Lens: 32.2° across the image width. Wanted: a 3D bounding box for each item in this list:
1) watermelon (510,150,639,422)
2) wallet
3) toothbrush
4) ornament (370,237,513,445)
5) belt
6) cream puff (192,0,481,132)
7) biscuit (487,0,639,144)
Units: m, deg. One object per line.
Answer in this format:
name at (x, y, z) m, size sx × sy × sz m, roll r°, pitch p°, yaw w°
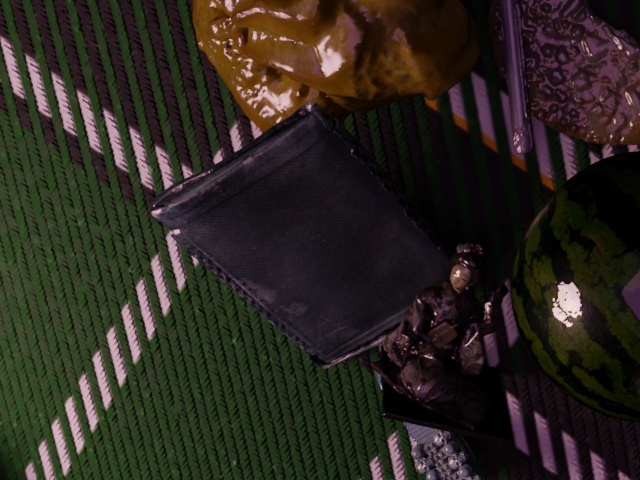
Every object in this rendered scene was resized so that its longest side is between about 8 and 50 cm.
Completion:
watermelon at (0.345, 0.050, 1.175) m, size 0.285 × 0.285 × 0.285 m, roll 3°, pitch 103°, yaw 13°
wallet at (0.000, 0.000, 1.283) m, size 0.237 × 0.075 × 0.342 m, roll -29°, pitch 130°, yaw 21°
toothbrush at (0.209, -0.273, 1.229) m, size 0.024 × 0.029 × 0.354 m, roll -5°, pitch 96°, yaw 22°
ornament at (0.157, 0.097, 1.265) m, size 0.166 × 0.153 × 0.196 m, roll 11°, pitch 113°, yaw -4°
belt at (0.128, 0.228, 1.365) m, size 0.065 × 0.100 × 0.179 m, roll -36°, pitch 90°, yaw 15°
cream puff at (-0.004, -0.241, 1.199) m, size 0.323 × 0.274 × 0.270 m, roll 45°, pitch 99°, yaw 4°
biscuit at (0.297, -0.188, 1.254) m, size 0.289 × 0.038 × 0.141 m, roll 36°, pitch 108°, yaw 6°
